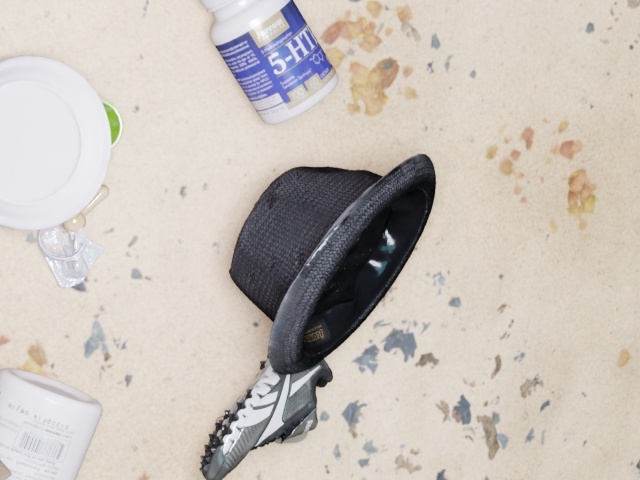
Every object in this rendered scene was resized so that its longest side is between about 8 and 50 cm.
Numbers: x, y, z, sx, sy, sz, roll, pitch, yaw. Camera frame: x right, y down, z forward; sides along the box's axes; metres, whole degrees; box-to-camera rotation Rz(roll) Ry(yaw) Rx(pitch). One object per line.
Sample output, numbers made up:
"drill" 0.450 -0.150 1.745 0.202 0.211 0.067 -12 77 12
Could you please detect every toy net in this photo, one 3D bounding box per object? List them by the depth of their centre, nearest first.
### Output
"toy net" -0.305 -0.057 1.506 0.122 0.045 0.232 3 95 -24

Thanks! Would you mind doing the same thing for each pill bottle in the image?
"pill bottle" -0.355 0.276 1.477 0.131 0.131 0.229 23 86 -24
"pill bottle" -0.069 -0.246 1.550 0.112 0.112 0.187 -38 109 -15

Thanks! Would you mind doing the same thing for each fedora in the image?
"fedora" 0.000 0.000 1.558 0.152 0.334 0.334 33 81 17

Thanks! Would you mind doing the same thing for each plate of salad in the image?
"plate of salad" -0.333 -0.112 1.459 0.199 0.048 0.200 0 92 10

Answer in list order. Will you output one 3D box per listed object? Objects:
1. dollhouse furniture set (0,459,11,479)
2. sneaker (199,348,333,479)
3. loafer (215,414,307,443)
"dollhouse furniture set" -0.449 0.346 1.356 0.262 0.135 0.259 -43 86 9
"sneaker" -0.057 0.220 1.588 0.106 0.078 0.234 39 57 -6
"loafer" -0.079 0.239 1.649 0.125 0.039 0.045 7 126 -21
